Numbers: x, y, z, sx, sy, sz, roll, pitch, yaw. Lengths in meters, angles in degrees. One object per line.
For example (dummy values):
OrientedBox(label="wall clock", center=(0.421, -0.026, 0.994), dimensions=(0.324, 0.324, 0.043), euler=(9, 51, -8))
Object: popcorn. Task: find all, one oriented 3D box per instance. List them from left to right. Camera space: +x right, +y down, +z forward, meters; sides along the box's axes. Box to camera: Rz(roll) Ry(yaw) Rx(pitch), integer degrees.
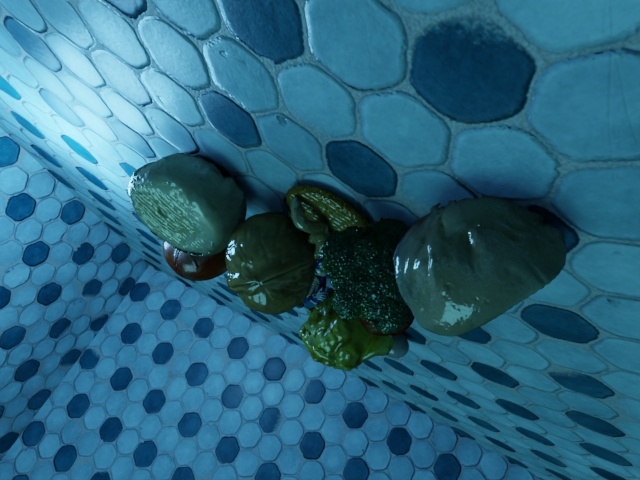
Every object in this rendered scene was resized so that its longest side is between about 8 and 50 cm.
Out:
OrientedBox(label="popcorn", center=(0.073, 0.306, 1.545), dimensions=(0.274, 0.279, 0.335), euler=(61, 169, 0))

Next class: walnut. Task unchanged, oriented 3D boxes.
OrientedBox(label="walnut", center=(-0.136, 0.063, 1.245), dimensions=(0.252, 0.277, 0.313), euler=(15, -164, 4))

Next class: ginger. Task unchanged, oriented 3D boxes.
OrientedBox(label="ginger", center=(0.000, 0.000, 1.141), dimensions=(0.089, 0.075, 0.288), euler=(-22, 132, 24))

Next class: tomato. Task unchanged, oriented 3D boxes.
OrientedBox(label="tomato", center=(-0.420, 0.017, 1.591), dimensions=(0.265, 0.265, 0.265), euler=(27, 159, 11))

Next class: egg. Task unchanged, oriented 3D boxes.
OrientedBox(label="egg", center=(0.272, 0.390, 1.694), dimensions=(0.135, 0.103, 0.103), euler=(27, 159, 24))

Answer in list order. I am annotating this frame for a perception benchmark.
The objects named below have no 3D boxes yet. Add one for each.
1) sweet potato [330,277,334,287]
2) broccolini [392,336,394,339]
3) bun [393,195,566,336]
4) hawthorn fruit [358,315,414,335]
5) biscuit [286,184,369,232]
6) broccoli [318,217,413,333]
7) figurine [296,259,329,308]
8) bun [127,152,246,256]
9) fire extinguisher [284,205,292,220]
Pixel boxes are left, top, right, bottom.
OrientedBox(label="sweet potato", center=(0.065, 0.127, 1.436), dimensions=(0.075, 0.075, 0.269), euler=(32, 163, -1))
OrientedBox(label="broccolini", center=(0.200, 0.340, 1.668), dimensions=(0.194, 0.054, 0.052), euler=(18, 175, 37))
OrientedBox(label="bun", center=(0.248, 0.034, 0.778), dimensions=(0.205, 0.281, 0.281), euler=(54, 162, 12))
OrientedBox(label="hawthorn fruit", center=(0.196, 0.201, 1.306), dimensions=(0.169, 0.169, 0.188), euler=(36, 160, -12))
OrientedBox(label="biscuit", center=(0.023, -0.058, 1.126), dimensions=(0.254, 0.035, 0.254), euler=(26, 160, 11))
OrientedBox(label="broccoli", center=(0.108, 0.067, 1.012), dimensions=(0.269, 0.254, 0.269), euler=(35, 166, 10))
OrientedBox(label="figurine", center=(-0.026, 0.132, 1.527), dimensions=(0.262, 0.120, 0.164), euler=(-30, 78, 59))
OrientedBox(label="bun", center=(-0.377, -0.120, 1.307), dimensions=(0.359, 0.211, 0.360), euler=(20, 147, 14))
OrientedBox(label="fire extinguisher", center=(-0.068, -0.059, 1.170), dimensions=(0.083, 0.022, 0.028), euler=(49, -176, -40))
